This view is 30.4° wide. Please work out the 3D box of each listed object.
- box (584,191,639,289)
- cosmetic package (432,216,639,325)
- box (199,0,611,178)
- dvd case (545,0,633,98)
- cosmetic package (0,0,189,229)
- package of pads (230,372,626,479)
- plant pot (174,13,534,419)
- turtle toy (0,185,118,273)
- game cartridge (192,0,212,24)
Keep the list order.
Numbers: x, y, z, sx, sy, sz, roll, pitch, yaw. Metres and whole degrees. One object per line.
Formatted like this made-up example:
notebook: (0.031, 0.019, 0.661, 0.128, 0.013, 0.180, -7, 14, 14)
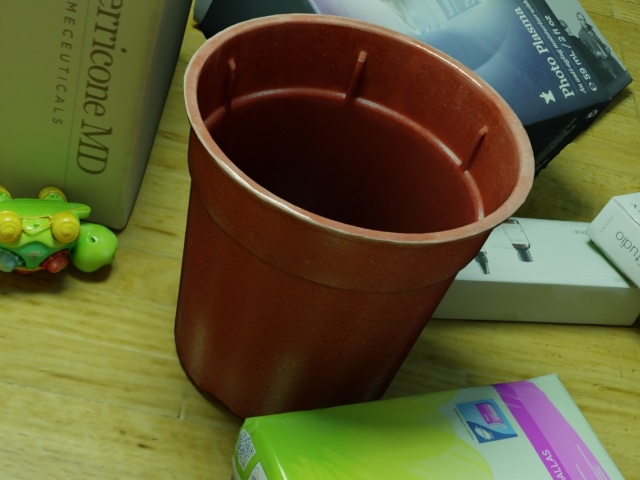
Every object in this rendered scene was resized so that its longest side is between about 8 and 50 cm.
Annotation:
box: (0.448, 0.034, 1.214, 0.322, 0.058, 0.232, -11, 52, -42)
cosmetic package: (0.201, 0.027, 1.174, 0.239, 0.060, 0.099, 3, 44, -18)
box: (0.086, -0.185, 1.219, 0.294, 0.183, 0.296, -20, 71, -35)
dvd case: (0.278, -0.261, 1.471, 0.179, 0.029, 0.239, -36, 89, -43)
cosmetic package: (-0.315, -0.273, 1.085, 0.393, 0.329, 0.327, 15, 46, -6)
package of pads: (0.102, 0.227, 0.887, 0.296, 0.101, 0.229, -5, 45, -24)
plant pot: (0.000, 0.000, 0.971, 0.272, 0.265, 0.272, 10, 42, -10)
turtle toy: (-0.241, -0.004, 1.034, 0.130, 0.066, 0.095, 2, 20, -22)
game cartridge: (0.030, -0.304, 1.478, 0.230, 0.068, 0.355, 33, 42, 10)
